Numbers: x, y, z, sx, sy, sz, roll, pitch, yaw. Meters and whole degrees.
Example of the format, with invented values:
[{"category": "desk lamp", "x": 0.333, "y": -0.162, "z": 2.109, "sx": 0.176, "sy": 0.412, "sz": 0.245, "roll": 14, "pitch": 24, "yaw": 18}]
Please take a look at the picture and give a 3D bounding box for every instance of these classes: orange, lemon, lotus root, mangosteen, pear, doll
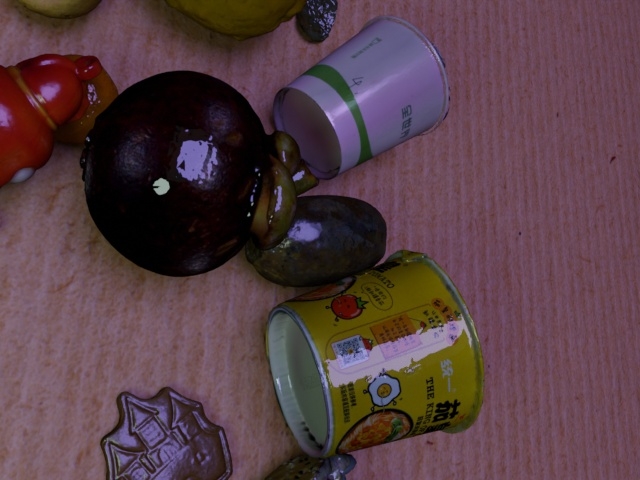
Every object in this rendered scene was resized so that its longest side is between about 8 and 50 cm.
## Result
[{"category": "orange", "x": -0.376, "y": -0.217, "z": 0.924, "sx": 0.135, "sy": 0.117, "sz": 0.136, "roll": -1, "pitch": 106, "yaw": -2}, {"category": "lemon", "x": -0.169, "y": -0.506, "z": 1.040, "sx": 0.316, "sy": 0.285, "sz": 0.286, "roll": 52, "pitch": 52, "yaw": -44}, {"category": "lotus root", "x": 0.000, "y": 0.000, "z": 1.078, "sx": 0.274, "sy": 0.152, "sz": 0.160, "roll": -5, "pitch": 84, "yaw": -32}, {"category": "mangosteen", "x": -0.171, "y": -0.093, "z": 0.898, "sx": 0.346, "sy": 0.307, "sz": 0.307, "roll": 11, "pitch": 70, "yaw": -10}, {"category": "pear", "x": -0.410, "y": -0.440, "z": 0.943, "sx": 0.177, "sy": 0.178, "sz": 0.178, "roll": 9, "pitch": 73, "yaw": -29}, {"category": "doll", "x": -0.450, "y": -0.146, "z": 0.788, "sx": 0.363, "sy": 0.182, "sz": 0.160, "roll": -35, "pitch": 140, "yaw": -14}]

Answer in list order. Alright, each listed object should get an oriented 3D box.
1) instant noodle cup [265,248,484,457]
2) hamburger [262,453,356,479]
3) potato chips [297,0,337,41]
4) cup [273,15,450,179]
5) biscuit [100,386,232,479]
[{"category": "instant noodle cup", "x": 0.069, "y": 0.196, "z": 0.990, "sx": 0.254, "sy": 0.325, "sz": 0.326, "roll": -12, "pitch": 83, "yaw": -23}, {"category": "hamburger", "x": -0.043, "y": 0.455, "z": 0.920, "sx": 0.168, "sy": 0.192, "sz": 0.288, "roll": 63, "pitch": 31, "yaw": -9}, {"category": "potato chips", "x": -0.021, "y": -0.521, "z": 1.282, "sx": 0.142, "sy": 0.026, "sz": 0.209, "roll": 27, "pitch": 64, "yaw": -20}, {"category": "cup", "x": 0.070, "y": -0.257, "z": 1.148, "sx": 0.274, "sy": 0.253, "sz": 0.253, "roll": -37, "pitch": 97, "yaw": -26}, {"category": "biscuit", "x": -0.240, "y": 0.319, "z": 0.915, "sx": 0.182, "sy": 0.034, "sz": 0.215, "roll": -40, "pitch": 99, "yaw": -33}]
